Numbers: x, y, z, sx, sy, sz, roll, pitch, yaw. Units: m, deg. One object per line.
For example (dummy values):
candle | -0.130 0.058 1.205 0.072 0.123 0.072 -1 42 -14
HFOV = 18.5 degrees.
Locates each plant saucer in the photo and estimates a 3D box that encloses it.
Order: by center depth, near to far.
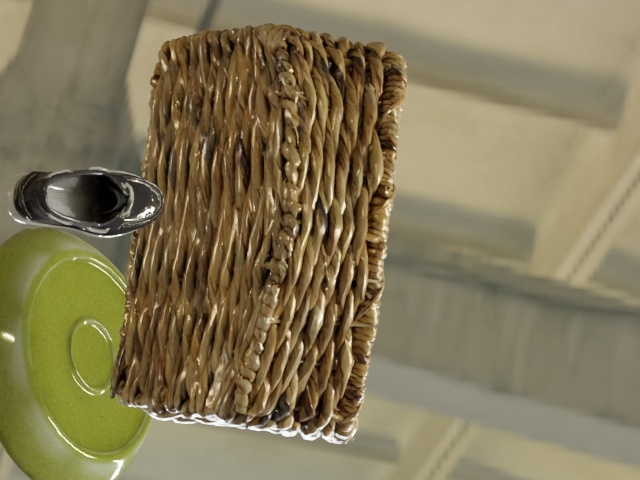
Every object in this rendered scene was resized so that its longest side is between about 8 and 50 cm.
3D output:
plant saucer | -0.210 0.102 1.715 0.037 0.241 0.241 -13 -41 28

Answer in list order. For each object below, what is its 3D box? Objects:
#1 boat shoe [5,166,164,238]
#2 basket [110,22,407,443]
boat shoe | -0.144 -0.027 1.278 0.038 0.046 0.125 -3 -7 43
basket | 0.000 0.000 1.486 0.223 0.299 0.213 12 -9 -36
